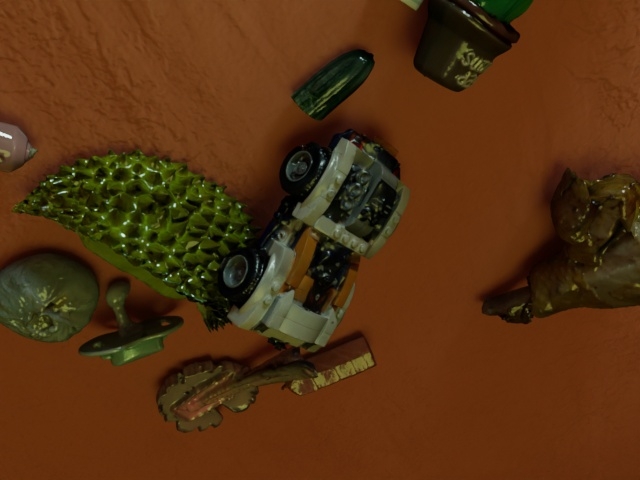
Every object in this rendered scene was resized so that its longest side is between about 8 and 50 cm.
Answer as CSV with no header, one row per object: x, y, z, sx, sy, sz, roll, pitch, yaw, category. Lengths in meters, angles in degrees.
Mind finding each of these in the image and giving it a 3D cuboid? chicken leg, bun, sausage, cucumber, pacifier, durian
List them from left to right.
-0.371,0.084,0.826,0.141,0.083,0.140,-7,130,-9,bun
-0.279,0.115,0.887,0.150,0.127,0.116,-18,99,-23,pacifier
-0.199,0.000,0.810,0.169,0.158,0.352,-9,145,41,durian
0.012,0.228,1.084,0.170,0.065,0.065,-23,133,5,sausage
0.020,-0.187,0.725,0.105,0.048,0.048,-37,131,16,cucumber
0.422,0.010,0.978,0.409,0.182,0.295,-30,125,32,chicken leg

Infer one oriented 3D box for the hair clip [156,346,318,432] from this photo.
-0.139,0.245,1.047,0.301,0.069,0.173,-24,133,19,hair clip

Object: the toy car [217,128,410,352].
0.002,0.000,0.792,0.193,0.118,0.301,31,93,-46,toy car

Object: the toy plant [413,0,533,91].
0.182,-0.263,0.668,0.143,0.105,0.200,-2,132,-51,toy plant

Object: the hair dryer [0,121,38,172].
-0.455,-0.145,0.592,0.353,0.125,0.210,10,126,-37,hair dryer

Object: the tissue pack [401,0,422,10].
0.114,-0.309,0.660,0.056,0.023,0.108,21,122,-33,tissue pack
